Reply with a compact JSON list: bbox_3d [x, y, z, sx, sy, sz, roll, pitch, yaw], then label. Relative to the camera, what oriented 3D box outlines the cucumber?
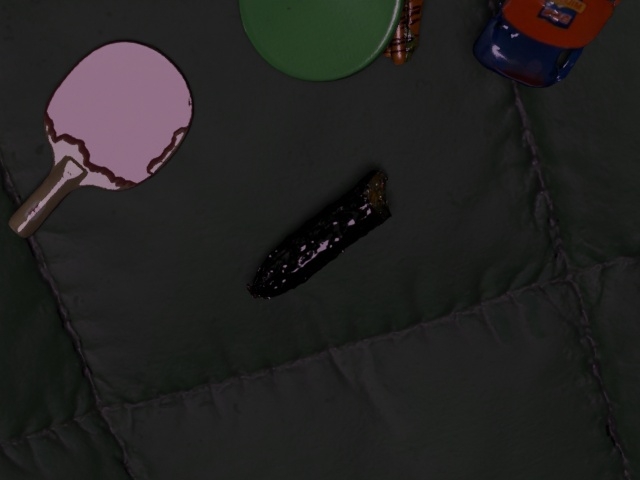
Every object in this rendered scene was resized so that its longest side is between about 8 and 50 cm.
[{"bbox_3d":[0.000,0.000,1.352,0.181,0.053,0.053,-38,102,13],"label":"cucumber"}]

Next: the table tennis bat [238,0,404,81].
[{"bbox_3d":[0.018,-0.271,1.269,0.160,0.039,0.257,28,111,9],"label":"table tennis bat"}]

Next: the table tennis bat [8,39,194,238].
[{"bbox_3d":[-0.225,-0.093,1.347,0.131,0.022,0.234,41,101,-10],"label":"table tennis bat"}]

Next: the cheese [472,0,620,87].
[{"bbox_3d":[0.258,-0.280,1.219,0.217,0.129,0.329,18,123,-24],"label":"cheese"}]

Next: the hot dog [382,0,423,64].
[{"bbox_3d":[0.075,-0.228,1.292,0.049,0.037,0.122,-1,104,5],"label":"hot dog"}]
